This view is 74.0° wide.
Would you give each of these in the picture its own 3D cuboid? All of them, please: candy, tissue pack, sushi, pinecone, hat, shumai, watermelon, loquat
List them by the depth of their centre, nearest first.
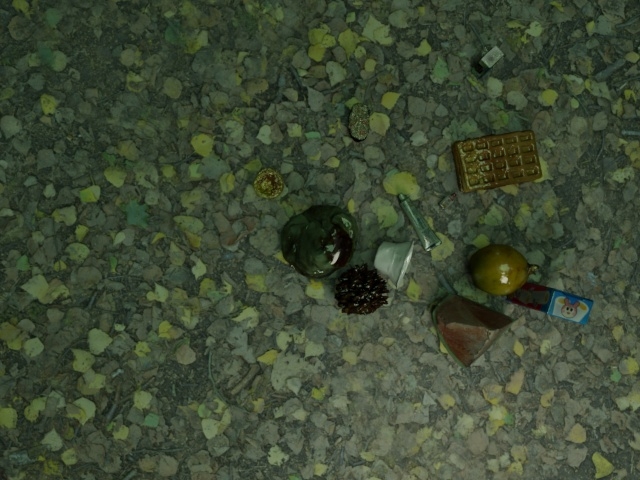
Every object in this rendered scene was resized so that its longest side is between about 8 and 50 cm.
[{"bbox_3d":[0.000,0.000,1.611,0.304,0.263,0.309,19,88,-4],"label":"shumai"},{"bbox_3d":[0.866,0.231,1.629,0.157,0.306,0.100,18,89,-3],"label":"candy"},{"bbox_3d":[0.157,0.187,1.642,0.221,0.221,0.221,0,89,-3],"label":"pinecone"},{"bbox_3d":[0.614,0.314,1.656,0.283,0.292,0.250,46,58,-1],"label":"watermelon"},{"bbox_3d":[0.717,0.114,1.659,0.246,0.213,0.213,-6,89,36],"label":"loquat"},{"bbox_3d":[0.283,0.079,1.681,0.126,0.203,0.203,18,88,14],"label":"hat"},{"bbox_3d":[0.155,-0.476,1.717,0.090,0.078,0.150,3,90,-3],"label":"sushi"},{"bbox_3d":[0.670,-0.732,1.731,0.085,0.111,0.079,-44,90,-3],"label":"tissue pack"}]

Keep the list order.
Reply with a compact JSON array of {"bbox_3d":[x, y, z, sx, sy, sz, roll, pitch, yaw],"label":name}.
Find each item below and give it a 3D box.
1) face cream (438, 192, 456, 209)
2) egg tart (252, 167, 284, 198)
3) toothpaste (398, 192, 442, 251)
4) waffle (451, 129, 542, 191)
[{"bbox_3d":[0.528,-0.165,1.760,0.083,0.021,0.040,-44,92,-3],"label":"face cream"},{"bbox_3d":[-0.208,-0.229,1.708,0.130,0.052,0.130,0,91,-3],"label":"egg tart"},{"bbox_3d":[0.397,-0.080,1.740,0.069,0.047,0.268,-35,93,-22],"label":"toothpaste"},{"bbox_3d":[0.716,-0.323,1.736,0.328,0.098,0.224,-9,88,-4],"label":"waffle"}]
